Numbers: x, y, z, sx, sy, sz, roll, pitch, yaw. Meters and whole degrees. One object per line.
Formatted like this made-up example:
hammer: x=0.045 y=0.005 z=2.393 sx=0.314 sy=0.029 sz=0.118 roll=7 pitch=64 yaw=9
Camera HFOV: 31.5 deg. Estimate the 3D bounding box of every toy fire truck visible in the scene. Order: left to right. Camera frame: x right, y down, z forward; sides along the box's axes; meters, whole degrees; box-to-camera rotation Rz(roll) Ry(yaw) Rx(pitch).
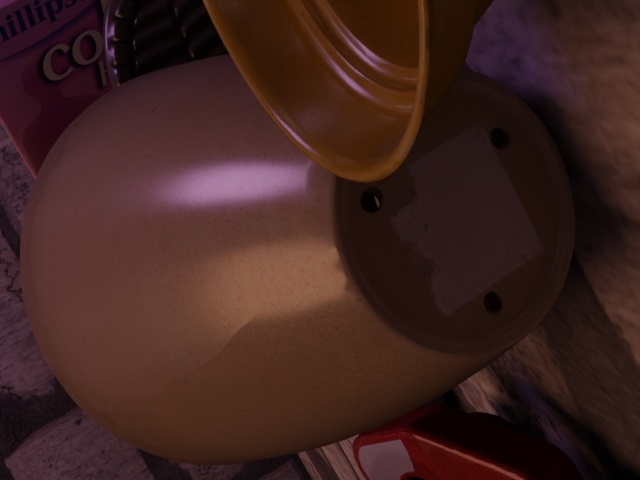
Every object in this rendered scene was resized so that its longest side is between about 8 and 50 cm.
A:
toy fire truck: x=0.156 y=0.241 z=0.768 sx=0.302 sy=0.169 sz=0.254 roll=59 pitch=146 yaw=-4

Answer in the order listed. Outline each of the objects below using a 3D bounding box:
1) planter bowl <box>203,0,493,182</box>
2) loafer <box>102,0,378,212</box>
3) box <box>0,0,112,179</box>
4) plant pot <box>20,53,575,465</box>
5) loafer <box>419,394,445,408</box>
planter bowl: x=0.015 y=-0.138 z=0.418 sx=0.217 sy=0.090 sz=0.217 roll=53 pitch=157 yaw=33
loafer: x=-0.037 y=-0.043 z=0.843 sx=0.366 sy=0.134 sz=0.130 roll=60 pitch=-179 yaw=-8
box: x=-0.163 y=-0.141 z=0.931 sx=0.117 sy=0.213 sz=0.243 roll=47 pitch=164 yaw=48
plant pot: x=0.000 y=0.000 z=0.607 sx=0.256 sy=0.256 sz=0.274 roll=60 pitch=153 yaw=-9
loafer: x=0.021 y=0.113 z=1.111 sx=0.302 sy=0.109 sz=0.095 roll=43 pitch=166 yaw=47
